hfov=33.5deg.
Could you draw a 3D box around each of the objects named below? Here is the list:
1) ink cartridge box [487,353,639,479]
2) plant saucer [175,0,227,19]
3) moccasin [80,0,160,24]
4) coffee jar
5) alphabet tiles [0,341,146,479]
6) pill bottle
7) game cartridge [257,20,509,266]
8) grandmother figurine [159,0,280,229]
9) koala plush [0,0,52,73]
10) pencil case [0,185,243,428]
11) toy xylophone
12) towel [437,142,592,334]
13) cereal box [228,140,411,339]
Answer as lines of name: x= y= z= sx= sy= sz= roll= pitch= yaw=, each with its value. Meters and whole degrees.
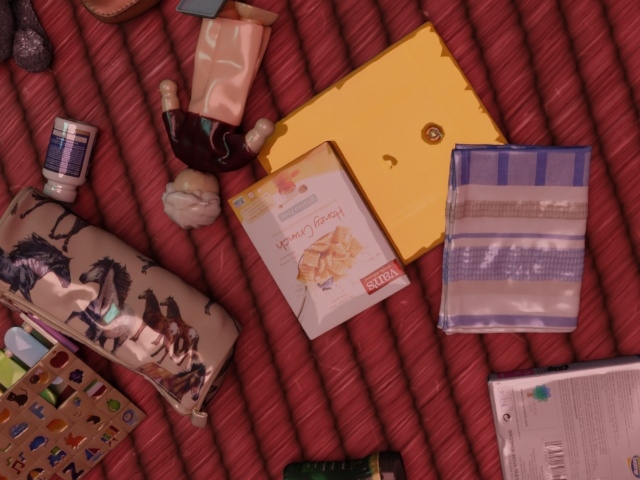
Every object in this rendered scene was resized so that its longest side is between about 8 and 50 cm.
ink cartridge box: x=0.413 y=0.270 z=1.561 sx=0.311 sy=0.065 sz=0.186 roll=-9 pitch=94 yaw=9
plant saucer: x=-0.134 y=-0.390 z=1.523 sx=0.067 sy=0.018 sz=0.192 roll=15 pitch=62 yaw=27
moccasin: x=-0.206 y=-0.466 z=1.511 sx=0.380 sy=0.147 sz=0.139 roll=-42 pitch=90 yaw=8
coffee jar: x=0.039 y=0.374 z=1.598 sx=0.184 sy=0.079 sz=0.096 roll=-10 pitch=94 yaw=6
alphabet tiles: x=-0.412 y=0.291 z=1.600 sx=0.237 sy=0.009 sz=0.198 roll=-43 pitch=122 yaw=-3
pill bottle: x=-0.380 y=-0.121 z=1.600 sx=0.067 sy=0.067 sz=0.120 roll=16 pitch=96 yaw=4
game cartridge: x=0.102 y=-0.115 z=1.566 sx=0.324 sy=0.053 sz=0.285 roll=-32 pitch=91 yaw=10
grandmother figurine: x=-0.152 y=-0.178 z=1.560 sx=0.208 sy=0.104 sz=0.342 roll=25 pitch=104 yaw=39
koala plush: x=-0.525 y=-0.323 z=1.519 sx=0.196 sy=0.221 sz=0.203 roll=-18 pitch=93 yaw=7
pencil case: x=-0.302 y=0.101 z=1.549 sx=0.410 sy=0.160 sz=0.183 roll=33 pitch=68 yaw=-3
toy xylophone: x=-0.515 y=0.239 z=1.640 sx=0.236 sy=0.081 sz=0.322 roll=30 pitch=97 yaw=3
towel: x=0.280 y=0.002 z=1.528 sx=0.209 sy=0.034 sz=0.285 roll=1 pitch=106 yaw=-2
cereal box: x=0.000 y=0.000 z=1.542 sx=0.173 sy=0.047 sz=0.240 roll=-31 pitch=92 yaw=10
